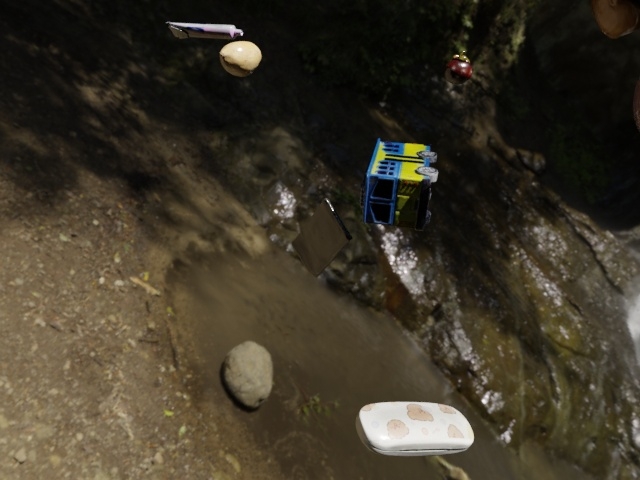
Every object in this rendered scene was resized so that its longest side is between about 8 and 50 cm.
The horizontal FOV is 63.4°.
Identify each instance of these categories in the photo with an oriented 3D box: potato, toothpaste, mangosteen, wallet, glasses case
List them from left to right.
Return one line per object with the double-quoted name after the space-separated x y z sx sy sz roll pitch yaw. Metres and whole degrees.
-0.243 -0.441 1.092 0.169 0.028 0.045 9 -13 16 "toothpaste"
-0.255 -0.583 1.659 0.147 0.112 0.112 -33 78 -36 "potato"
-0.001 0.000 1.560 0.030 0.285 0.146 -25 75 -33 "wallet"
0.120 0.237 0.652 0.164 0.041 0.063 10 30 -25 "glasses case"
0.391 -0.484 1.473 0.081 0.081 0.081 40 19 -17 "mangosteen"

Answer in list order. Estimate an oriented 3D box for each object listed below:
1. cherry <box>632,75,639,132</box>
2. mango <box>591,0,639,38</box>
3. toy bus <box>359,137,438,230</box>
0.593 -0.219 0.753 0.206 0.239 0.239 77 -9 -45 "cherry"
0.726 -0.616 1.239 0.152 0.201 0.287 9 -18 38 "mango"
0.199 -0.149 1.309 0.175 0.138 0.288 7 29 9 "toy bus"
